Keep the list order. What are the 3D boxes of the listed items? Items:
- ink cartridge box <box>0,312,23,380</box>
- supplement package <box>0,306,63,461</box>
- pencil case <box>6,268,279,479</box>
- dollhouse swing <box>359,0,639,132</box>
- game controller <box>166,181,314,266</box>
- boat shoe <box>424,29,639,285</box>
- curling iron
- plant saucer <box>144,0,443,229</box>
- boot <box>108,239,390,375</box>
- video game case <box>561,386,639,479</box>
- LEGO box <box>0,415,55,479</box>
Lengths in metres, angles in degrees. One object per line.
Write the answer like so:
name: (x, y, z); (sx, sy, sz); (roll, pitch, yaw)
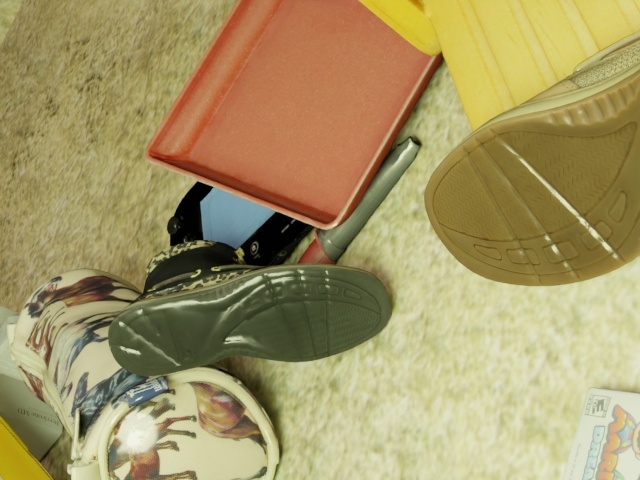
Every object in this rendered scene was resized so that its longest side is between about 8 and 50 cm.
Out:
ink cartridge box: (-0.295, 0.113, 1.516); (0.179, 0.145, 0.045); (-46, 34, 35)
supplement package: (-0.401, 0.196, 1.688); (0.105, 0.105, 0.179); (-48, 33, 32)
pencil case: (-0.196, 0.147, 1.266); (0.410, 0.183, 0.160); (-152, 68, -63)
dollhouse swing: (0.119, -0.294, 0.927); (0.347, 0.315, 0.305); (-42, 25, 28)
game controller: (-0.062, -0.044, 1.306); (0.319, 0.067, 0.166); (-43, 34, 39)
boat shoe: (0.206, -0.067, 0.812); (0.341, 0.121, 0.110); (-27, 9, 48)
curling iron: (0.000, 0.000, 1.192); (0.274, 0.035, 0.068); (-49, 32, 31)
plant saucer: (-0.007, -0.143, 1.187); (0.258, 0.048, 0.259); (21, 76, 40)
boot: (-0.060, 0.043, 1.137); (0.178, 0.236, 0.085); (-91, -9, -73)
video game case: (0.186, 0.167, 0.743); (0.143, 0.019, 0.157); (-1, 68, 61)
LEGO box: (-0.524, 0.321, 1.279); (0.193, 0.372, 0.500); (-33, 9, 33)
